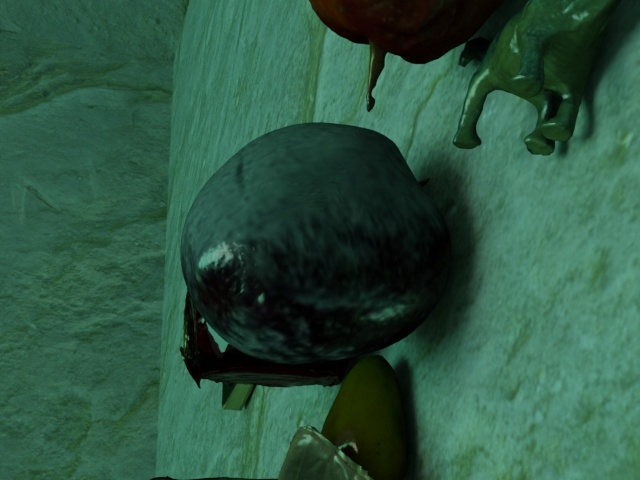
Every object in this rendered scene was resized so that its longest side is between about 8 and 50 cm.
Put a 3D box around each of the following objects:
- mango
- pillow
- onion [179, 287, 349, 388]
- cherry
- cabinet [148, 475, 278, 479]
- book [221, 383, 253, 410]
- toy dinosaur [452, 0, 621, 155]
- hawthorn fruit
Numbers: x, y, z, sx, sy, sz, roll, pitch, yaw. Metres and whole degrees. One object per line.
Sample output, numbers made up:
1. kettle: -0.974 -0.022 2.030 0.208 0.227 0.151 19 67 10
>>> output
1. mango: 0.046 0.211 0.809 0.111 0.090 0.163 -44 31 45
2. pillow: 0.040 0.276 0.724 0.211 0.034 0.135 34 125 26
3. onion: -0.060 0.077 0.946 0.207 0.216 0.206 128 143 -67
4. cherry: 0.000 0.000 0.756 0.255 0.296 0.218 53 143 23
5. cabinet: -0.173 0.557 1.112 0.289 0.228 0.318 -103 27 -43
6. book: -0.128 0.117 1.434 0.260 0.043 0.370 -99 25 -44
7. toy dinosaur: 0.172 -0.149 0.576 0.363 0.077 0.147 153 133 -75
8. hawthorn fruit: 0.071 -0.239 0.694 0.207 0.208 0.243 -127 52 -64
